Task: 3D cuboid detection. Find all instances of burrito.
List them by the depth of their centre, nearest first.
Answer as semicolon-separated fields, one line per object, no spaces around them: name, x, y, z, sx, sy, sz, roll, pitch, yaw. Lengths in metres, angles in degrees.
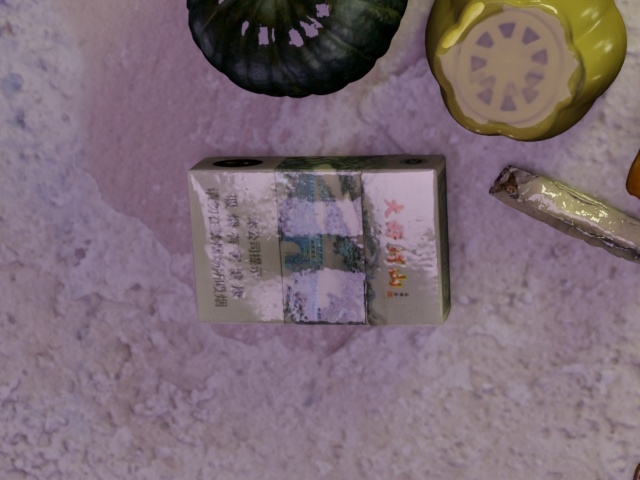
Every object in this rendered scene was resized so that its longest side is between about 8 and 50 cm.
burrito;0.256;-0.023;1.864;0.185;0.041;0.045;26;68;5

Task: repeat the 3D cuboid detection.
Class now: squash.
squash;-0.024;-0.237;1.796;0.218;0.172;0.218;3;105;10

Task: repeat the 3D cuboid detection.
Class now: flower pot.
flower pot;0.186;-0.177;1.762;0.195;0.179;0.195;3;105;10

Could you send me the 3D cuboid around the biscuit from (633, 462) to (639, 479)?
biscuit;0.340;0.289;1.938;0.124;0.026;0.175;39;110;-1

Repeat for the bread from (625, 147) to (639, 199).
bread;0.369;-0.156;1.738;0.077;0.139;0.271;31;113;18

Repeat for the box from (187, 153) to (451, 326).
box;0.000;0.000;1.912;0.256;0.069;0.164;0;105;13
